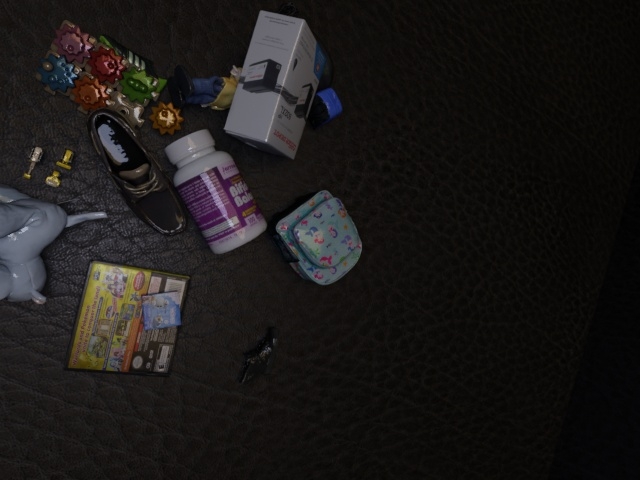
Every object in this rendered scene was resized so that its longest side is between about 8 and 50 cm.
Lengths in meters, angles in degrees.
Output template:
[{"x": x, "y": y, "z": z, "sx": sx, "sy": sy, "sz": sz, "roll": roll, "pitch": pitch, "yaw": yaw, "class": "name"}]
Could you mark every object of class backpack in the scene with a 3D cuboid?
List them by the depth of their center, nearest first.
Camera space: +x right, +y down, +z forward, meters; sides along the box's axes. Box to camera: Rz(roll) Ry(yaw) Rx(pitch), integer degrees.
[{"x": 0.000, "y": 0.000, "z": 1.217, "sx": 0.225, "sy": 0.191, "sz": 0.253, "roll": -38, "pitch": 110, "yaw": -21, "class": "backpack"}, {"x": 0.012, "y": -0.412, "z": 1.250, "sx": 0.101, "sy": 0.120, "sz": 0.098, "roll": -39, "pitch": 105, "yaw": -20, "class": "backpack"}]

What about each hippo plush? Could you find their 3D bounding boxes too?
[{"x": -0.695, "y": 0.012, "z": 0.904, "sx": 0.294, "sy": 0.234, "sz": 0.236, "roll": -7, "pitch": 117, "yaw": -66, "class": "hippo plush"}]

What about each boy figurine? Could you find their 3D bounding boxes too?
[{"x": -0.250, "y": -0.413, "z": 1.104, "sx": 0.285, "sy": 0.177, "sz": 0.092, "roll": -21, "pitch": 88, "yaw": -41, "class": "boy figurine"}]

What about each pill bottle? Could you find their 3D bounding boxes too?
[{"x": -0.279, "y": -0.129, "z": 1.086, "sx": 0.169, "sy": 0.169, "sz": 0.301, "roll": -32, "pitch": 104, "yaw": -22, "class": "pill bottle"}]

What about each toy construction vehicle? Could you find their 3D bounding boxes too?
[{"x": -0.652, "y": -0.183, "z": 0.989, "sx": 0.086, "sy": 0.035, "sz": 0.098, "roll": 20, "pitch": 84, "yaw": -35, "class": "toy construction vehicle"}]

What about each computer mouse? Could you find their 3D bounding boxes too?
[{"x": -0.055, "y": -0.576, "z": 1.245, "sx": 0.272, "sy": 0.072, "sz": 0.188, "roll": 46, "pitch": 71, "yaw": -18, "class": "computer mouse"}]

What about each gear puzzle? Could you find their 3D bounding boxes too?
[{"x": -0.505, "y": -0.365, "z": 1.017, "sx": 0.339, "sy": 0.044, "sz": 0.175, "roll": 31, "pitch": 98, "yaw": -23, "class": "gear puzzle"}]

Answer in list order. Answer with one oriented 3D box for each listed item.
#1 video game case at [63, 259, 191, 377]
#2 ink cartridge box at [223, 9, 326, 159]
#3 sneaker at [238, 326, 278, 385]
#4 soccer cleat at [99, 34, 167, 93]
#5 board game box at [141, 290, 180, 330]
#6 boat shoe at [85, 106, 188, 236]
[{"x": -0.490, "y": 0.205, "z": 1.062, "sx": 0.248, "sy": 0.035, "sz": 0.274, "roll": 13, "pitch": 85, "yaw": -25, "class": "video game case"}, {"x": -0.112, "y": -0.395, "z": 1.095, "sx": 0.129, "sy": 0.223, "sz": 0.307, "roll": 19, "pitch": 94, "yaw": 13, "class": "ink cartridge box"}, {"x": -0.181, "y": 0.336, "z": 1.198, "sx": 0.089, "sy": 0.051, "sz": 0.170, "roll": 12, "pitch": 88, "yaw": -29, "class": "sneaker"}, {"x": -0.480, "y": -0.456, "z": 1.058, "sx": 0.179, "sy": 0.060, "sz": 0.072, "roll": 46, "pitch": 60, "yaw": -23, "class": "soccer cleat"}, {"x": -0.413, "y": 0.181, "z": 1.066, "sx": 0.090, "sy": 0.020, "sz": 0.090, "roll": -5, "pitch": 93, "yaw": -26, "class": "board game box"}, {"x": -0.454, "y": -0.155, "z": 1.008, "sx": 0.132, "sy": 0.130, "sz": 0.355, "roll": -34, "pitch": 110, "yaw": -8, "class": "boat shoe"}]
